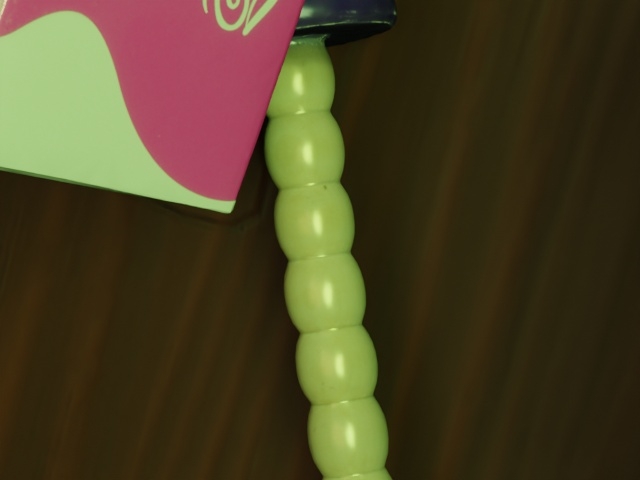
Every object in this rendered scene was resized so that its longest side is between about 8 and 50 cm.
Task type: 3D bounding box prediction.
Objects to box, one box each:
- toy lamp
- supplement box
[{"bbox_3d":[0.000,0.000,0.666,0.080,0.080,0.275,-7,91,22],"label":"toy lamp"},{"bbox_3d":[-0.113,-0.101,0.642,0.220,0.114,0.111,32,105,49],"label":"supplement box"}]
